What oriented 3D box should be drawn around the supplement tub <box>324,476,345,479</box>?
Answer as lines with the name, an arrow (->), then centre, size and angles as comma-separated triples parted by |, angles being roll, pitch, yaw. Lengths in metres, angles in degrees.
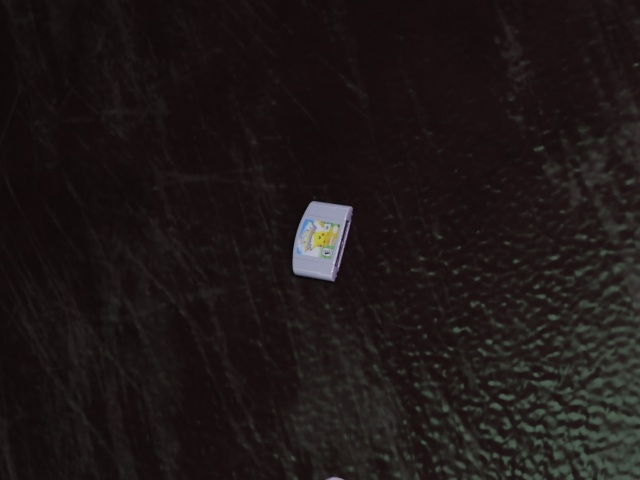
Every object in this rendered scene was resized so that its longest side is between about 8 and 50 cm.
supplement tub -> -0.020, 0.333, 1.651 | 0.190, 0.117, 0.117 | -43, 61, 9

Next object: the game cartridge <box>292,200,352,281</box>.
game cartridge -> 0.000, 0.000, 1.798 | 0.056, 0.017, 0.083 | 8, 78, 32
